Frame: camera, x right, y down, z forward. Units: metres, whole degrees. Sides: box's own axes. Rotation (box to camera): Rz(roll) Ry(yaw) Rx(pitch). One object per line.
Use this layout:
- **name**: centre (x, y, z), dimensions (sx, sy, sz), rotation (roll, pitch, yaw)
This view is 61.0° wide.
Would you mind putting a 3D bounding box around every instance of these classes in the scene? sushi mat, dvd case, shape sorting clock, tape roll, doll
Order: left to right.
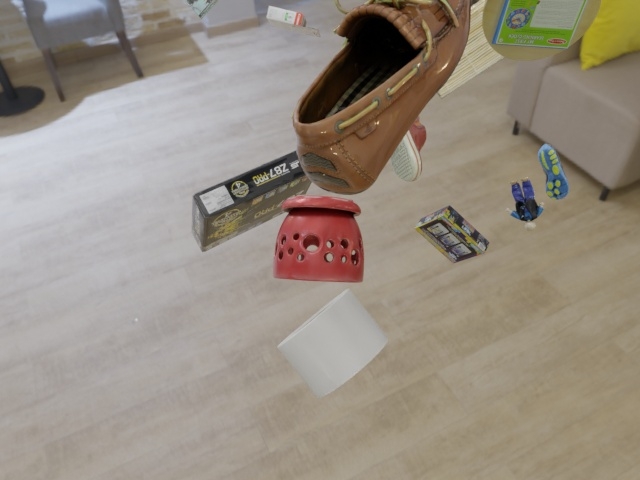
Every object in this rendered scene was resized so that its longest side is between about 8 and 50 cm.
- **dvd case**: centre (-0.295, -0.603, 1.294), dimensions (0.087, 0.013, 0.119), rotation (-42, 90, 11)
- **tape roll**: centre (0.032, 0.265, 1.414), dimensions (0.246, 0.246, 0.169), rotation (-38, 86, -29)
- **sushi mat**: centre (0.358, -0.448, 1.160), dimensions (0.316, 0.019, 0.152), rotation (-32, 70, 18)
- **doll**: centre (0.720, -0.124, 1.919), dimensions (0.129, 0.189, 0.046), rotation (-15, 2, 27)
- **shape sorting clock**: centre (0.400, -0.421, 0.991), dimensions (0.206, 0.206, 0.040), rotation (0, 47, 3)

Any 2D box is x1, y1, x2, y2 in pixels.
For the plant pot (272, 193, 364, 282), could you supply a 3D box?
- **plant pot**: centre (0.000, 0.000, 1.138), dimensions (0.190, 0.191, 0.174), rotation (3, 85, 7)

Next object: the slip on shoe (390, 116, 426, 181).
- **slip on shoe**: centre (0.231, -0.269, 1.419), dimensions (0.101, 0.123, 0.331), rotation (3, 39, -4)

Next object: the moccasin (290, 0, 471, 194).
- **moccasin**: centre (0.078, -0.237, 0.668), dimensions (0.139, 0.147, 0.380), rotation (22, 65, 34)

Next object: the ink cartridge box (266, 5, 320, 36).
- **ink cartridge box**: centre (-0.055, -0.473, 1.176), dimensions (0.115, 0.029, 0.063), rotation (14, 7, 3)

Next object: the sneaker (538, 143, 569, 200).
- **sneaker**: centre (0.704, -0.207, 1.634), dimensions (0.067, 0.188, 0.078), rotation (-10, 26, 34)

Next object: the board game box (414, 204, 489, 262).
- **board game box**: centre (0.386, -0.015, 1.600), dimensions (0.170, 0.141, 0.048), rotation (41, 63, -12)

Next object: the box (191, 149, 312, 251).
- **box**: centre (-0.219, -0.128, 1.742), dimensions (0.394, 0.318, 0.097), rotation (-27, 81, -22)
